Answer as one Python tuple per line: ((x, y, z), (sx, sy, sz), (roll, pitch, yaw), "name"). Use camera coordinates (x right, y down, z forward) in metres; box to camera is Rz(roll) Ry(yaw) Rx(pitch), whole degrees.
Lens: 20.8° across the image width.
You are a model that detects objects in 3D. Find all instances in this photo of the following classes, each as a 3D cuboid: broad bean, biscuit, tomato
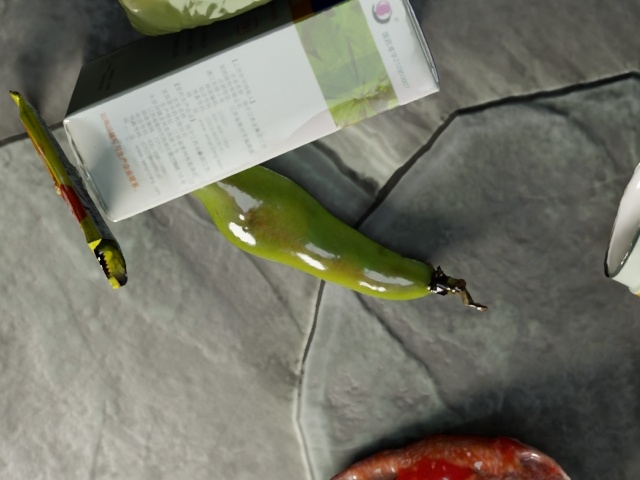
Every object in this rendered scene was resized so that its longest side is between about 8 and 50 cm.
((-0.001, -0.003, 1.628), (0.325, 0.067, 0.075), (24, 138, -13), "broad bean")
((-0.214, -0.051, 1.478), (0.026, 0.292, 0.048), (-26, 127, -9), "biscuit")
((0.124, 0.335, 1.681), (0.309, 0.309, 0.170), (-20, 139, 3), "tomato")

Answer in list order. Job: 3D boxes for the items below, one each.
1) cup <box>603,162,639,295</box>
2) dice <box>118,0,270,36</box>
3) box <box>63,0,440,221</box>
((0.414, 0.020, 1.604), (0.280, 0.196, 0.196), (19, 107, -1), "cup")
((-0.105, -0.280, 1.467), (0.169, 0.166, 0.169), (-19, 109, 2), "dice")
((-0.061, -0.141, 1.500), (0.299, 0.200, 0.106), (-23, 108, 4), "box")
